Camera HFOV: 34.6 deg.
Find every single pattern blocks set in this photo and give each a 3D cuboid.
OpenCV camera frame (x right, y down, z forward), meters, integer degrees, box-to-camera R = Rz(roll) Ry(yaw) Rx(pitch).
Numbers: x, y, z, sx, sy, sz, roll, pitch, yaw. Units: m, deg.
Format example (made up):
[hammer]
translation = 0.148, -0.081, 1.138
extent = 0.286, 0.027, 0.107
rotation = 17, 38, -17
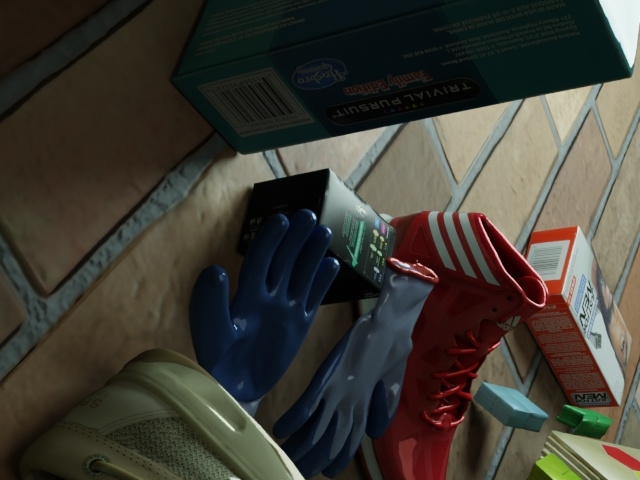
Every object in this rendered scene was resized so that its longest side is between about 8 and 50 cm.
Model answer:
[pattern blocks set]
translation = 0.269, 0.213, 0.790
extent = 0.285, 0.325, 0.026
rotation = 20, 103, -27

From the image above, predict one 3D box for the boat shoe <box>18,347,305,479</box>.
[boat shoe]
translation = -0.013, 0.184, 0.478
extent = 0.302, 0.109, 0.098
rotation = 44, 47, 9

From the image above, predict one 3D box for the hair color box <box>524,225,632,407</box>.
[hair color box]
translation = 0.252, 0.078, 1.014
extent = 0.167, 0.053, 0.093
rotation = 57, 41, -34

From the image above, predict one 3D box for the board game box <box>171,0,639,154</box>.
[board game box]
translation = 0.076, -0.223, 0.643
extent = 0.079, 0.253, 0.336
rotation = 48, 47, -40

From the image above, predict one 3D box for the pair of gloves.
[pair of gloves]
translation = -0.009, 0.067, 0.614
extent = 0.198, 0.023, 0.159
rotation = 22, 93, -45

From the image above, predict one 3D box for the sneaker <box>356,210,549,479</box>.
[sneaker]
translation = 0.092, 0.085, 0.716
extent = 0.087, 0.128, 0.221
rotation = -2, 85, -55

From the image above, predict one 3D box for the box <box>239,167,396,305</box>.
[box]
translation = 0.000, 0.000, 0.658
extent = 0.083, 0.062, 0.052
rotation = 40, 52, -45
